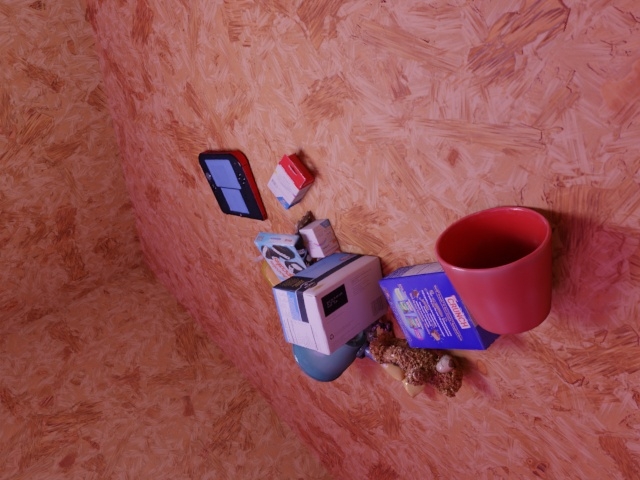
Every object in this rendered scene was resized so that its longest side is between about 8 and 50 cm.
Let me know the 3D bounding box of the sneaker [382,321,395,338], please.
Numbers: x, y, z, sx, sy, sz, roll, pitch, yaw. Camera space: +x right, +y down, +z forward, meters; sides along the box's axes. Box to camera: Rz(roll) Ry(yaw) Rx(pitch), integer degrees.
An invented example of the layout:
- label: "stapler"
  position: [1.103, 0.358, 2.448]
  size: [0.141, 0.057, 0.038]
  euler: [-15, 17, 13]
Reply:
- label: "sneaker"
  position: [0.271, 0.372, 1.859]
  size: [0.057, 0.047, 0.119]
  euler: [14, 128, 9]

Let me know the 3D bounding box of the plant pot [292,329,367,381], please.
- label: "plant pot"
  position: [0.056, 0.422, 1.996]
  size: [0.271, 0.272, 0.255]
  euler: [50, 132, 12]

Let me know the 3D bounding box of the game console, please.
- label: "game console"
  position: [-0.423, -0.259, 2.215]
  size: [0.386, 0.060, 0.342]
  euler: [13, 127, 48]

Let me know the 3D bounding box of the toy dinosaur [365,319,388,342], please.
- label: "toy dinosaur"
  position: [0.207, 0.317, 1.824]
  size: [0.118, 0.064, 0.268]
  euler: [-37, 61, 45]

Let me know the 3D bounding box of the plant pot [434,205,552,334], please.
- label: "plant pot"
  position: [0.456, 0.086, 1.188]
  size: [0.275, 0.275, 0.243]
  euler: [9, 132, 50]

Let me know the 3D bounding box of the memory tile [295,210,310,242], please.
- label: "memory tile"
  position: [-0.074, -0.040, 1.893]
  size: [0.012, 0.113, 0.148]
  euler: [22, 134, 18]

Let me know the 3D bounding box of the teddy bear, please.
- label: "teddy bear"
  position: [0.334, 0.409, 1.635]
  size: [0.338, 0.245, 0.113]
  euler: [27, 109, 38]

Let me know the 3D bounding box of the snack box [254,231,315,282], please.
- label: "snack box"
  position: [-0.121, 0.093, 1.932]
  size: [0.187, 0.060, 0.322]
  euler: [5, 143, 29]

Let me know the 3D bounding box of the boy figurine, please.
- label: "boy figurine"
  position: [0.285, 0.514, 1.879]
  size: [0.285, 0.092, 0.177]
  euler: [34, 173, 20]

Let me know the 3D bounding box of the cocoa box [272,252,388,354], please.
- label: "cocoa box"
  position: [0.041, 0.212, 1.697]
  size: [0.228, 0.347, 0.231]
  euler: [4, 113, 45]

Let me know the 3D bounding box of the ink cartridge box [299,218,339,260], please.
- label: "ink cartridge box"
  position: [0.000, 0.000, 1.847]
  size: [0.090, 0.092, 0.143]
  euler: [-4, 115, 53]

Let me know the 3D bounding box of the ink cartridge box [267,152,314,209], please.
- label: "ink cartridge box"
  position: [-0.109, -0.235, 1.804]
  size: [0.134, 0.078, 0.231]
  euler: [52, 147, 7]

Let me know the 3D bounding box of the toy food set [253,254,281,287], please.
- label: "toy food set"
  position: [-0.211, 0.144, 2.277]
  size: [0.128, 0.071, 0.218]
  euler: [-36, 87, 34]

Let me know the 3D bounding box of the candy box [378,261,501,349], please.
- label: "candy box"
  position: [0.375, 0.208, 1.503]
  size: [0.317, 0.122, 0.268]
  euler: [-15, 104, 57]
